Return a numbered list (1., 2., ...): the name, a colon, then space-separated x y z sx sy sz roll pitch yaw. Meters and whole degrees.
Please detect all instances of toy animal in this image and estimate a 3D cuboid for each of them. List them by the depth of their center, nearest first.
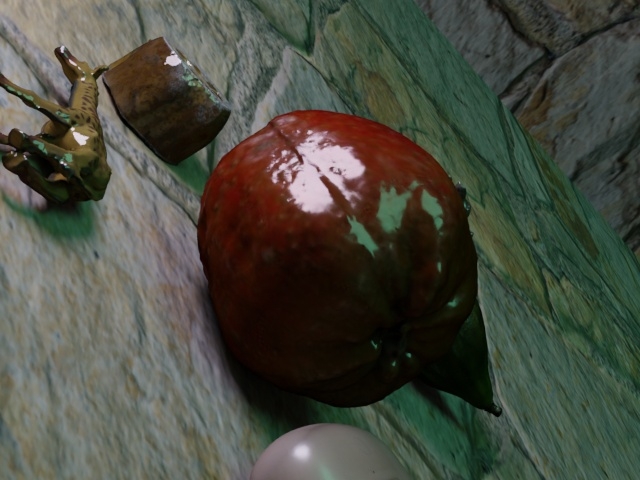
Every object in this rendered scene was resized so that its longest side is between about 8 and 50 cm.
1. toy animal: -0.220 -0.100 1.535 0.149 0.054 0.275 50 18 1

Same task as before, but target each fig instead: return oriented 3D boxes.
1. fig: 0.144 0.126 2.002 0.117 0.117 0.178 -56 125 -74

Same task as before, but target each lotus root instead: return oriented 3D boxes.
1. lotus root: -0.153 -0.145 1.797 0.122 0.081 0.112 45 10 -25

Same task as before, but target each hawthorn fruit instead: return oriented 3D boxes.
1. hawthorn fruit: 0.009 0.015 1.608 0.261 0.258 0.258 37 11 16

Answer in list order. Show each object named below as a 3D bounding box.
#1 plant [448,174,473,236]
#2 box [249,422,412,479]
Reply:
1. plant: 0.071 0.011 1.857 0.129 0.194 0.132 42 17 -17
2. box: 0.019 0.217 1.452 0.146 0.088 0.200 58 18 15
